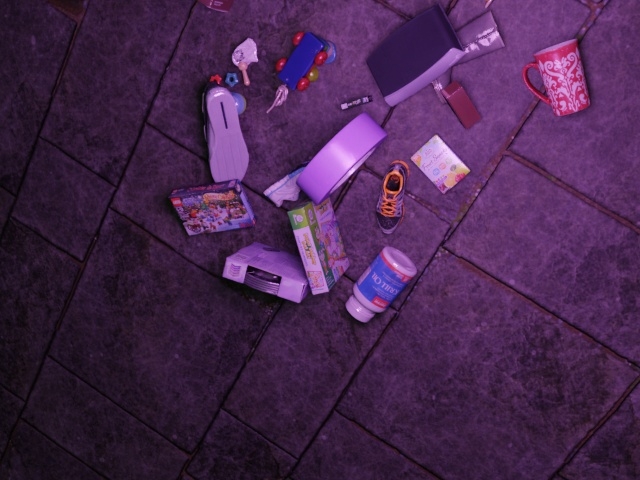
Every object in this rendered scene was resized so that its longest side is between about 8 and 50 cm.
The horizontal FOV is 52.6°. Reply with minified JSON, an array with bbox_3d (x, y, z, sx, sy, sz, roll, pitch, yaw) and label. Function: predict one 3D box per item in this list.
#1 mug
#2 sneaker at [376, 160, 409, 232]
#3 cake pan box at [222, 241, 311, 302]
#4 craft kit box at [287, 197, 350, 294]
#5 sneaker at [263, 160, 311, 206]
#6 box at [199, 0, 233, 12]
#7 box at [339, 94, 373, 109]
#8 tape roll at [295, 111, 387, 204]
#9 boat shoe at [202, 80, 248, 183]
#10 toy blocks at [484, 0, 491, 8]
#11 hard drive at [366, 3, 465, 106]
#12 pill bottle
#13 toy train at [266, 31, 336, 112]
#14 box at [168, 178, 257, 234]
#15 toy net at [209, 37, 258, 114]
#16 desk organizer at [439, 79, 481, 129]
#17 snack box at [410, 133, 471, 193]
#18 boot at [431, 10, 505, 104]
[{"bbox_3d":[0.618,-0.416,1.672,0.113,0.150,0.169,-25,103,-15],"label":"mug"},{"bbox_3d":[0.202,-0.122,1.871,0.084,0.083,0.215,10,108,12],"label":"sneaker"},{"bbox_3d":[-0.132,0.090,1.929,0.245,0.267,0.070,16,104,10],"label":"cake pan box"},{"bbox_3d":[0.000,0.000,1.875,0.061,0.250,0.247,-16,100,20],"label":"craft kit box"},{"bbox_3d":[-0.079,-0.168,1.957,0.190,0.071,0.083,-33,100,30],"label":"sneaker"},{"bbox_3d":[-0.283,-0.855,1.791,0.191,0.143,0.381,30,109,8],"label":"box"},{"bbox_3d":[0.102,-0.391,1.836,0.083,0.067,0.018,-14,99,19],"label":"box"},{"bbox_3d":[0.058,-0.223,1.783,0.090,0.275,0.275,45,112,2],"label":"tape roll"},{"bbox_3d":[-0.286,-0.319,1.941,0.121,0.119,0.335,-9,129,-14],"label":"boat shoe"},{"bbox_3d":[0.411,-0.695,1.670,0.148,0.054,0.123,40,112,4],"label":"toy blocks"},{"bbox_3d":[0.243,-0.491,1.725,0.254,0.054,0.172,-31,78,37],"label":"hard drive"},{"bbox_3d":[0.175,0.136,1.926,0.124,0.124,0.221,38,112,4],"label":"pill bottle"},{"bbox_3d":[-0.057,-0.466,1.831,0.105,0.143,0.248,44,117,10],"label":"toy train"},{"bbox_3d":[-0.335,-0.101,2.021,0.233,0.044,0.159,-7,130,18],"label":"box"},{"bbox_3d":[-0.255,-0.495,1.930,0.122,0.045,0.232,28,109,10],"label":"toy net"},{"bbox_3d":[0.378,-0.363,1.739,0.050,0.047,0.130,-37,130,12],"label":"desk organizer"},{"bbox_3d":[0.339,-0.216,1.828,0.100,0.037,0.141,-43,89,21],"label":"snack box"},{"bbox_3d":[0.389,-0.485,1.730,0.208,0.076,0.190,-18,100,15],"label":"boot"}]
